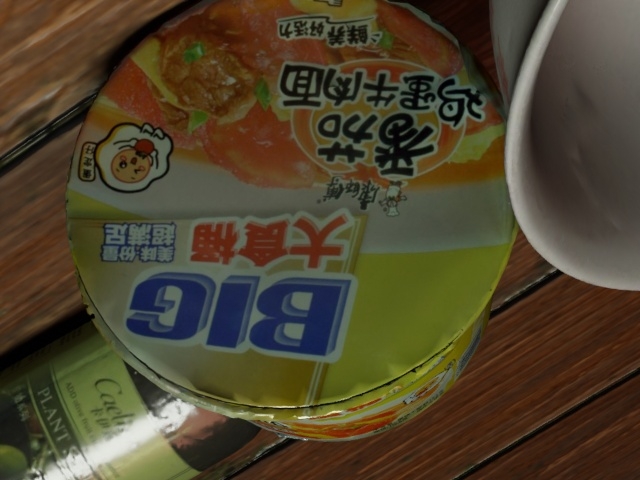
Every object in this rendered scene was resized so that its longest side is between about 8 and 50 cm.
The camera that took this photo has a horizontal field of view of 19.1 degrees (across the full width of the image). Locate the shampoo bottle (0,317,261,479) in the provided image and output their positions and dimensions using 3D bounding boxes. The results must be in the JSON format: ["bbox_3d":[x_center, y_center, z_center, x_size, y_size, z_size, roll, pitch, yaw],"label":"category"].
[{"bbox_3d":[-0.106,0.090,1.018,0.283,0.101,0.101,-29,149,5],"label":"shampoo bottle"}]

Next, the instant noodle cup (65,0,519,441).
[{"bbox_3d":[0.000,0.000,0.877,0.205,0.205,0.153,-26,159,1],"label":"instant noodle cup"}]

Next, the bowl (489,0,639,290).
[{"bbox_3d":[0.187,-0.150,0.794,0.345,0.157,0.345,-23,144,-18],"label":"bowl"}]
